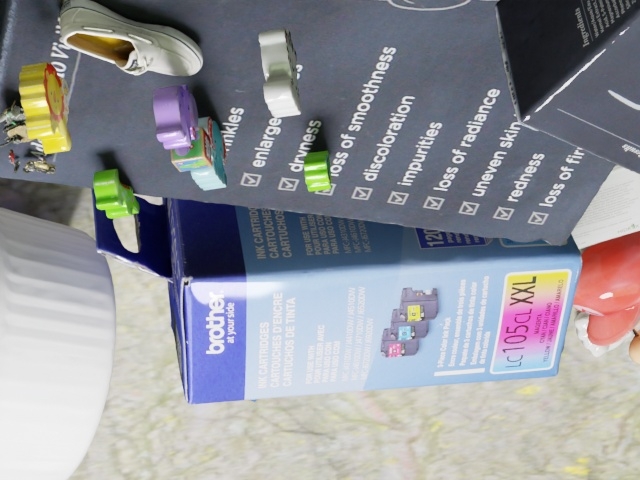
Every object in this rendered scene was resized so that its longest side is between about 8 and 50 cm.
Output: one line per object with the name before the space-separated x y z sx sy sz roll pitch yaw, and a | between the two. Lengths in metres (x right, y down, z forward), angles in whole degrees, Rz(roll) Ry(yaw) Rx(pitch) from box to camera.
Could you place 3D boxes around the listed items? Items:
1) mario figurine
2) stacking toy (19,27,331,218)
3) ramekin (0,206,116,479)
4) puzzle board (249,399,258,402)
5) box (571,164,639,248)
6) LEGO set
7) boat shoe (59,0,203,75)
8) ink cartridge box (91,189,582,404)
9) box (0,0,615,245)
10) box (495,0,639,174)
mario figurine | 0.390 0.094 1.589 0.320 0.170 0.198 14 127 -23
stacking toy | -0.086 -0.072 1.023 0.167 0.052 0.221 -7 163 7
ramekin | -0.293 0.102 1.400 0.135 0.277 0.277 11 127 -29
puzzle board | -0.073 0.113 1.615 0.096 0.011 0.128 24 121 -29
box | 0.250 -0.058 1.477 0.102 0.101 0.087 -17 130 3
LEGO set | -0.202 -0.073 1.056 0.054 0.023 0.083 10 153 -17
boat shoe | -0.121 -0.122 0.985 0.100 0.035 0.035 21 136 -30
ink cartridge box | 0.000 0.000 1.367 0.395 0.270 0.151 -5 128 -8
box | 0.026 -0.267 1.079 0.471 0.297 0.480 5 142 -17
box | 0.232 -0.143 0.942 0.153 0.108 0.207 20 136 -31
